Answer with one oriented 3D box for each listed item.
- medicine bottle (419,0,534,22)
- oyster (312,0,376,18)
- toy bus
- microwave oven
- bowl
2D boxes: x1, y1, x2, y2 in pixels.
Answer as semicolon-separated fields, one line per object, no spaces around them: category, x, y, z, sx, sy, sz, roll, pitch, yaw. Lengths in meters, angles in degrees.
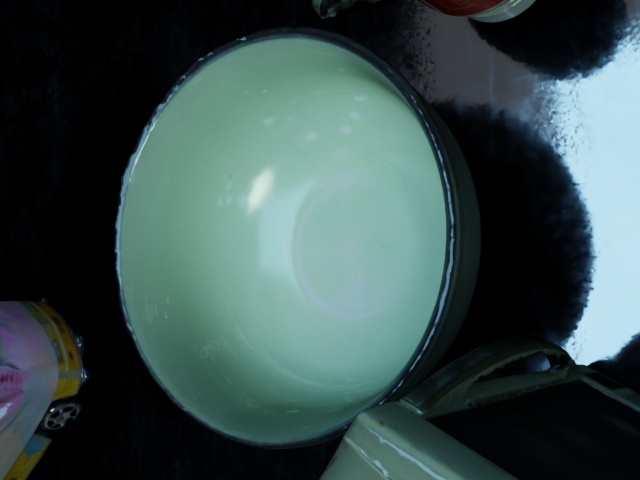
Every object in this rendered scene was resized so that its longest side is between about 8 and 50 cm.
medicine bottle;0.100;-0.263;0.736;0.131;0.250;0.131;-2;86;33
oyster;0.020;-0.304;0.898;0.103;0.051;0.148;-2;92;45
toy bus;-0.443;0.245;1.103;0.171;0.162;0.386;45;109;28
microwave oven;0.148;0.265;0.587;0.247;0.394;0.333;36;106;29
bowl;0.000;0.000;0.821;0.354;0.185;0.353;-2;85;32
